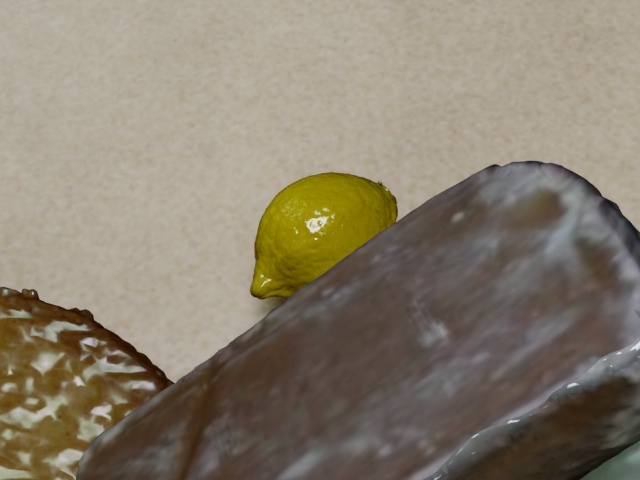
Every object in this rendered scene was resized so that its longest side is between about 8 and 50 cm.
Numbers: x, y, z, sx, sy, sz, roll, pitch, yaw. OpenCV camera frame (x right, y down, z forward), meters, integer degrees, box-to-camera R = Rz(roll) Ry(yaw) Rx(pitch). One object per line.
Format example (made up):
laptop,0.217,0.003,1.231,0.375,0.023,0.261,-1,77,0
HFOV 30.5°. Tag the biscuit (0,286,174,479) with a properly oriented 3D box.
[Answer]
biscuit,-0.185,0.158,0.533,0.305,0.038,0.305,-2,62,3

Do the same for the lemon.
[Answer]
lemon,0.000,0.000,0.595,0.092,0.065,0.065,-36,64,-18

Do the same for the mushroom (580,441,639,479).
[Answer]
mushroom,0.185,0.077,0.512,0.270,0.103,0.118,-13,16,-5

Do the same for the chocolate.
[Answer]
chocolate,0.023,0.082,0.454,0.254,0.080,0.157,-36,26,8
